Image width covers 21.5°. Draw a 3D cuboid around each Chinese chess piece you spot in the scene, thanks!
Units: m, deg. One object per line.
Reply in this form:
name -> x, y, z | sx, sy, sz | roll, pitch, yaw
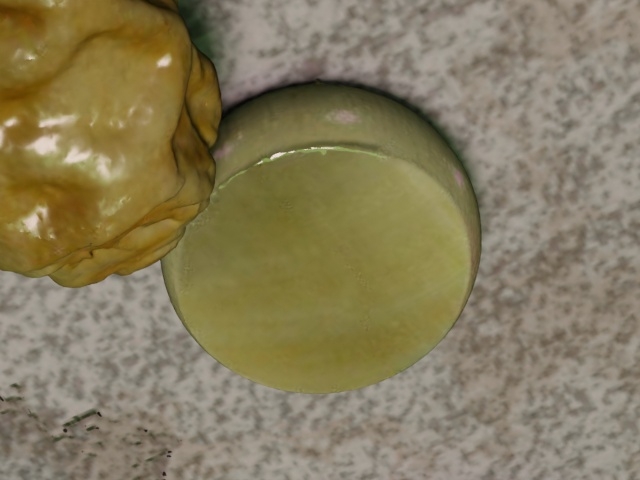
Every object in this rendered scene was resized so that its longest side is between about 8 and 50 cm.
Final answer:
Chinese chess piece -> 0.000, 0.000, 0.751 | 0.144, 0.058, 0.144 | -2, 123, -4

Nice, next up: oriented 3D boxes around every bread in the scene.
bread -> -0.125, -0.102, 0.640 | 0.152, 0.130, 0.268 | 11, 130, 35
